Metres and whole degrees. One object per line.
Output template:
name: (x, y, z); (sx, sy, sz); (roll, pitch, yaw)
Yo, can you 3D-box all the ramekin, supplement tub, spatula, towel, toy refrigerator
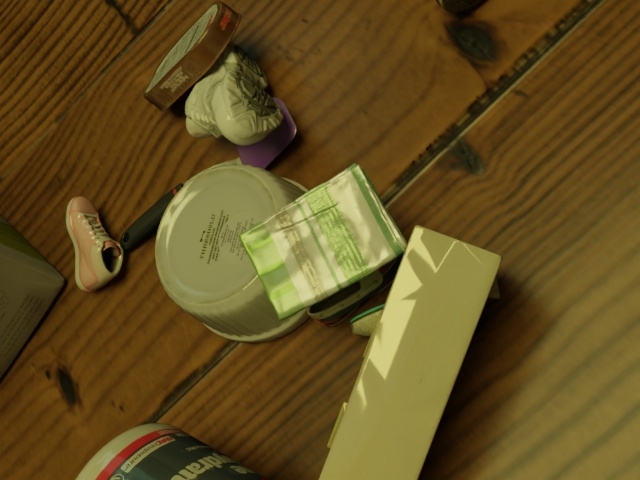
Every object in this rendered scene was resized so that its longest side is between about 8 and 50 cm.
ramekin: (-0.095, 0.008, 0.956); (0.207, 0.109, 0.207); (-9, 68, 24)
supplement tub: (-0.108, 0.315, 0.806); (0.272, 0.191, 0.191); (19, 82, 31)
spatula: (-0.153, -0.077, 1.062); (0.296, 0.030, 0.084); (-34, 56, 14)
towel: (0.000, 0.000, 0.845); (0.152, 0.023, 0.113); (-30, 67, 5)
toy refrigerator: (0.082, 0.125, 0.789); (0.094, 0.102, 0.270); (20, 93, 10)

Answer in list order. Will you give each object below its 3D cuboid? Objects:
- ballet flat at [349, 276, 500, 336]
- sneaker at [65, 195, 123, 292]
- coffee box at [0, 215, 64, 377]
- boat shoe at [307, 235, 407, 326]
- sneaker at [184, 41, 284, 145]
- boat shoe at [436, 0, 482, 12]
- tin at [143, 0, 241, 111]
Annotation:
ballet flat: (0.108, 0.075, 0.860); (0.168, 0.057, 0.052); (-28, 72, 17)
sneaker: (-0.297, -0.003, 1.094); (0.070, 0.051, 0.134); (-23, 70, 35)
coffee box: (-0.625, 0.059, 1.079); (0.334, 0.338, 0.338); (35, 90, 33)
boat shoe: (0.041, 0.042, 0.912); (0.137, 0.043, 0.049); (-44, 57, 6)
sneaker: (-0.116, -0.158, 1.011); (0.115, 0.090, 0.232); (-44, 25, 16)
boat shoe: (0.195, -0.340, 0.959); (0.178, 0.064, 0.060); (-46, 53, -1)
tin: (-0.172, -0.240, 1.075); (0.189, 0.040, 0.106); (-30, 38, 45)
